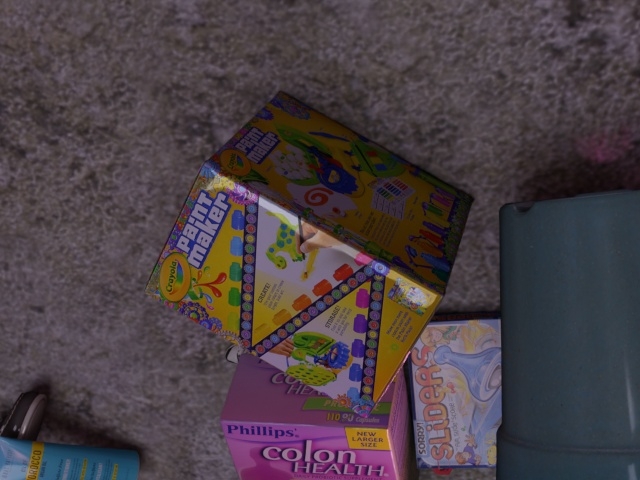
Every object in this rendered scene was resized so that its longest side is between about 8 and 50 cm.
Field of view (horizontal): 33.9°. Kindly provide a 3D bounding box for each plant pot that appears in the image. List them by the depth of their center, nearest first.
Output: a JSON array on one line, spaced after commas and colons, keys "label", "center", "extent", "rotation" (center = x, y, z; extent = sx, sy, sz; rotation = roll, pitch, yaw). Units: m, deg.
[{"label": "plant pot", "center": [0.336, 0.112, 1.131], "extent": [0.341, 0.341, 0.334], "rotation": [-5, 90, 16]}]

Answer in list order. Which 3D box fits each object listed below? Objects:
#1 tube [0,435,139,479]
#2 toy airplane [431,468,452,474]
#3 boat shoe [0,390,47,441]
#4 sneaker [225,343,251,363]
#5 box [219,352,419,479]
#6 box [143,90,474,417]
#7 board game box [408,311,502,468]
[{"label": "tube", "center": [-0.366, 0.321, 1.503], "extent": [0.207, 0.052, 0.080], "rotation": [8, 100, -25]}, {"label": "toy airplane", "center": [0.209, 0.252, 1.397], "extent": [0.151, 0.028, 0.151], "rotation": [3, 104, 10]}, {"label": "boat shoe", "center": [-0.499, 0.347, 1.572], "extent": [0.095, 0.112, 0.335], "rotation": [25, 119, -2]}, {"label": "sneaker", "center": [-0.094, 0.157, 1.431], "extent": [0.083, 0.037, 0.032], "rotation": [-6, 112, 18]}, {"label": "box", "center": [0.008, 0.273, 1.370], "extent": [0.213, 0.117, 0.243], "rotation": [1, 130, 14]}, {"label": "box", "center": [0.000, 0.000, 1.201], "extent": [0.279, 0.290, 0.177], "rotation": [30, 117, 2]}, {"label": "board game box", "center": [0.185, 0.194, 1.354], "extent": [0.136, 0.035, 0.201], "rotation": [-4, 102, 11]}]
